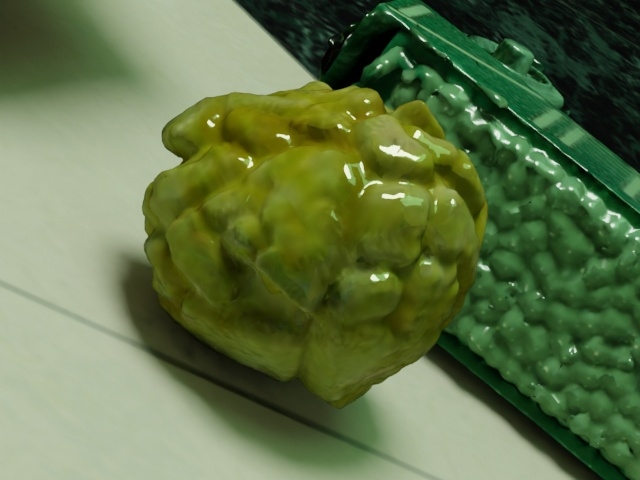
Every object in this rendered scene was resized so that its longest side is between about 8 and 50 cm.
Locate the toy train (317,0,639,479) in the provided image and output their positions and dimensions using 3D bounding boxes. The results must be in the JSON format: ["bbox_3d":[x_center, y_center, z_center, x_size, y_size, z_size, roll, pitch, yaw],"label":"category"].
[{"bbox_3d":[0.104,-0.007,0.799,0.269,0.115,0.154,40,19,7],"label":"toy train"}]

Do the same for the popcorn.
[{"bbox_3d":[0.000,0.000,0.660,0.106,0.120,0.116,60,8,-47],"label":"popcorn"}]
